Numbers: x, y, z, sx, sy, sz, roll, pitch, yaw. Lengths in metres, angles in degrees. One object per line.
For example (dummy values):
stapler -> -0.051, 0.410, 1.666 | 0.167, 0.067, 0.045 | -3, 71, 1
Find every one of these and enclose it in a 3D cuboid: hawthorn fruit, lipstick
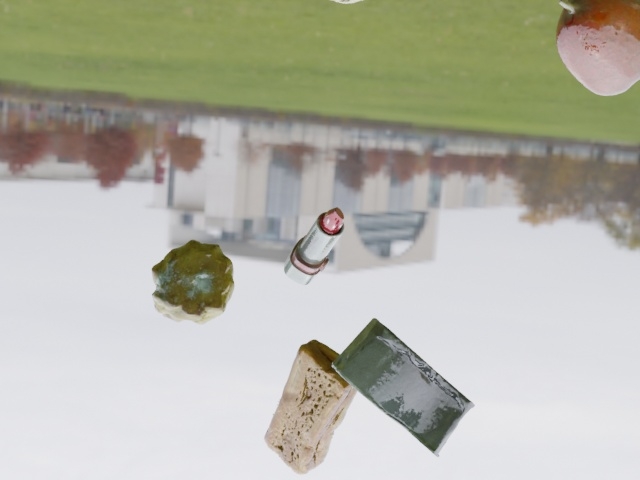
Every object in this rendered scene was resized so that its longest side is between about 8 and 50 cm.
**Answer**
hawthorn fruit -> 0.529, -0.393, 2.153 | 0.251, 0.199, 0.199 | 26, 173, -32
lipstick -> 0.001, 0.001, 1.678 | 0.057, 0.063, 0.186 | 32, 149, -2

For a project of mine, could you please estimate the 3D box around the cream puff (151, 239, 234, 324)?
cream puff -> -0.214, 0.075, 1.894 | 0.146, 0.146, 0.116 | 3, 170, -11

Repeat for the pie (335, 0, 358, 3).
pie -> 0.011, -0.571, 2.117 | 0.337, 0.337, 0.075 | 8, -129, 33

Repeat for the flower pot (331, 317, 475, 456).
flower pot -> 0.135, 0.233, 1.803 | 0.229, 0.108, 0.103 | 41, 179, -21

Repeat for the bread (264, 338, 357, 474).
bread -> -0.021, 0.300, 2.062 | 0.139, 0.271, 0.077 | 40, -138, 24
